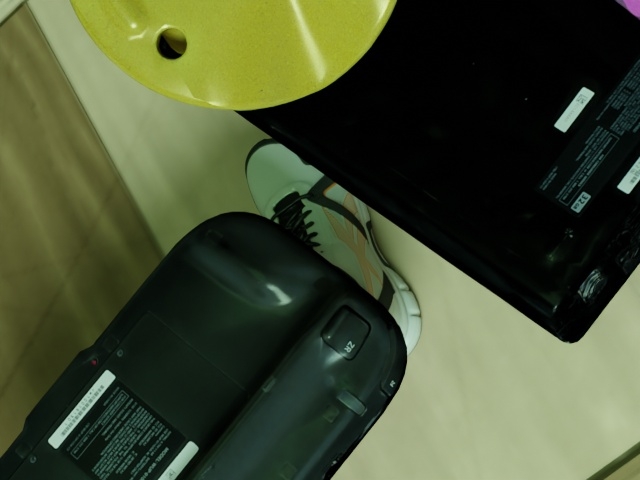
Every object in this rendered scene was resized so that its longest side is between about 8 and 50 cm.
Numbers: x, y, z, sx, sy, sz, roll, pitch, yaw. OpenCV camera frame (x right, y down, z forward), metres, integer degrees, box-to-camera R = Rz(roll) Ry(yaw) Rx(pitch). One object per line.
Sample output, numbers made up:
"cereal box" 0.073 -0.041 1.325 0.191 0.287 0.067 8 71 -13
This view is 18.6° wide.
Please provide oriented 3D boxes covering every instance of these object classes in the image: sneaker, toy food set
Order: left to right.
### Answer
"toy food set" -0.018 -0.157 0.714 0.128 0.071 0.218 14 97 3
"sneaker" 0.000 0.000 0.770 0.040 0.043 0.109 -44 62 20

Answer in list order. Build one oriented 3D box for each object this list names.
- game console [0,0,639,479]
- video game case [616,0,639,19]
"game console" -0.020 0.015 0.727 0.213 0.044 0.361 37 85 30
"video game case" 0.183 -0.118 0.582 0.232 0.042 0.210 41 66 15
